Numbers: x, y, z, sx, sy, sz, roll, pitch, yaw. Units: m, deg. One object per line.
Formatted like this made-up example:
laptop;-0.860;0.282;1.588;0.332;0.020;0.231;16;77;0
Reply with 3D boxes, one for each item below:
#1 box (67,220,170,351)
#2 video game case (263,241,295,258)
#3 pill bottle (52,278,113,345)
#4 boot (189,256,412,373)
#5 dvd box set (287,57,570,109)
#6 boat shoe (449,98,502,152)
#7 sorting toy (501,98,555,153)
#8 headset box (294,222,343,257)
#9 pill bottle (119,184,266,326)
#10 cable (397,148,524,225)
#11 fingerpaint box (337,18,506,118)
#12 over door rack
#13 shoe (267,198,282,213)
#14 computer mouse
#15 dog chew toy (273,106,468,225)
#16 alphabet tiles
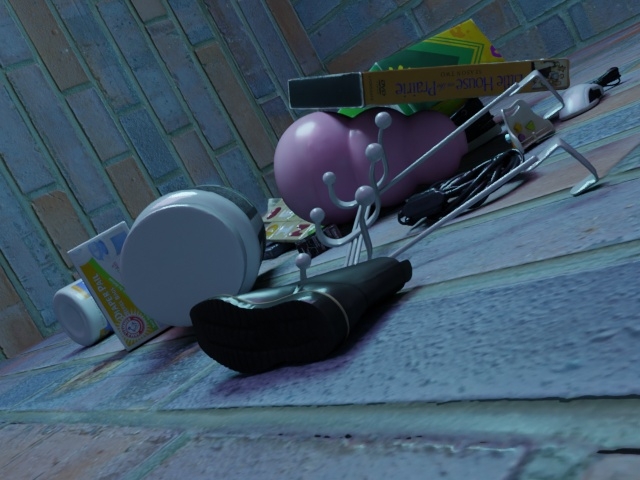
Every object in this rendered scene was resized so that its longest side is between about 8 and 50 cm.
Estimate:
box;-0.349;0.082;1.264;0.114;0.203;0.103;-32;7;-16
video game case;-0.069;-0.010;1.602;0.196;0.026;0.274;-31;8;-21
pill bottle;-0.497;0.130;1.736;0.152;0.152;0.272;-22;9;44
boot;-0.019;0.065;0.680;0.198;0.076;0.137;-4;17;43
dvd box set;0.190;-0.287;1.303;0.421;0.062;0.308;-9;13;-22
boat shoe;0.210;-0.200;1.520;0.340;0.113;0.127;-26;8;17
sorting toy;0.314;-0.181;1.111;0.083;0.075;0.045;-31;7;-27
headset box;0.000;0.000;1.206;0.083;0.032;0.062;-28;7;-5
pill bottle;-0.195;0.015;1.144;0.204;0.204;0.361;-28;6;1
cable;0.196;-0.070;0.933;0.184;0.047;0.151;-25;2;43
fingerpaint box;0.196;-0.316;1.795;0.371;0.163;0.445;-33;-8;-35
over door rack;0.122;-0.085;0.810;0.324;0.108;0.239;-26;23;23
shoe;-0.036;-0.088;1.739;0.219;0.058;0.077;-13;1;-37
computer mouse;0.463;-0.260;1.251;0.106;0.042;0.193;-22;9;36
dog chew toy;0.091;-0.143;1.250;0.332;0.206;0.206;-11;11;16
alphabet tiles;0.012;-0.095;1.488;0.285;0.011;0.343;-48;25;-25
